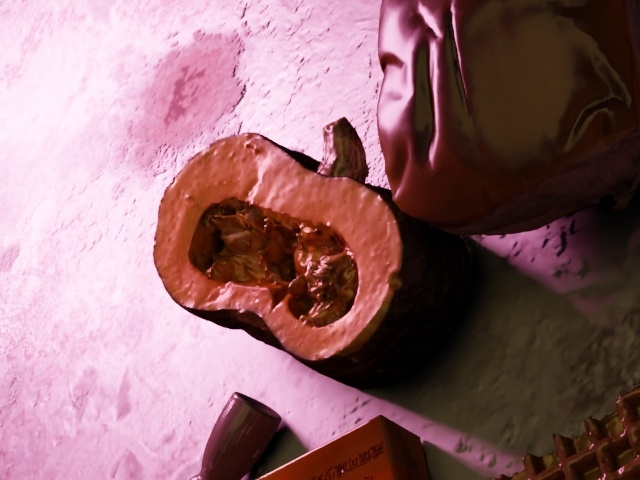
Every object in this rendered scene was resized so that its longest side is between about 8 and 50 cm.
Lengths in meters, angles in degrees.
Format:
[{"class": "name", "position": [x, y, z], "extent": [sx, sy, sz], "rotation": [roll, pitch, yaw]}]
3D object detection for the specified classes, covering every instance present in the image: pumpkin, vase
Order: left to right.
[{"class": "vase", "position": [-0.082, 0.194, 1.514], "extent": [0.053, 0.053, 0.101], "rotation": [31, 93, 45]}, {"class": "pumpkin", "position": [0.000, 0.000, 1.492], "extent": [0.317, 0.139, 0.222], "rotation": [22, 84, 45]}]

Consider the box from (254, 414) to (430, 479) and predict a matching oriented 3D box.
[{"class": "box", "position": [0.029, 0.283, 1.361], "extent": [0.152, 0.070, 0.237], "rotation": [-31, 52, 23]}]

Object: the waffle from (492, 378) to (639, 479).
[{"class": "waffle", "position": [0.207, 0.184, 1.282], "extent": [0.160, 0.046, 0.192], "rotation": [27, 84, 44]}]

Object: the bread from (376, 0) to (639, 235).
[{"class": "bread", "position": [0.180, -0.139, 1.357], "extent": [0.250, 0.225, 0.279], "rotation": [-18, 61, 33]}]
